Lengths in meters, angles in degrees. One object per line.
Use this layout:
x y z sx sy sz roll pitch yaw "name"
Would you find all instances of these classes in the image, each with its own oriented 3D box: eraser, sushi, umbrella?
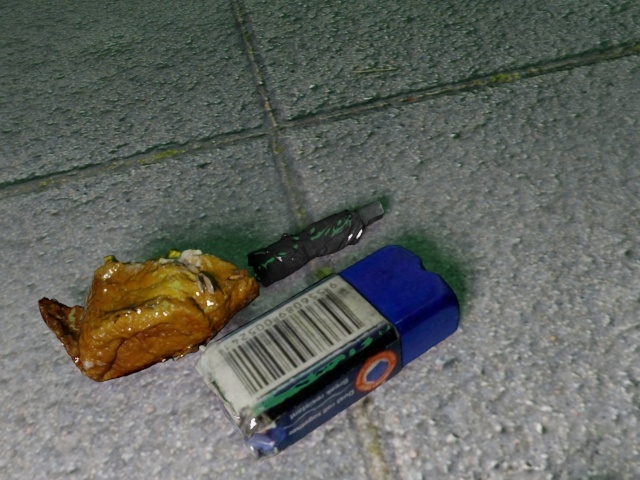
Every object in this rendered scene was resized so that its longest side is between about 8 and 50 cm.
0.011 0.134 0.878 0.332 0.102 0.155 -28 46 -20 "eraser"
-0.230 0.087 0.919 0.296 0.167 0.179 -27 45 22 "sushi"
0.000 0.000 1.048 0.235 0.059 0.066 -24 67 -18 "umbrella"
